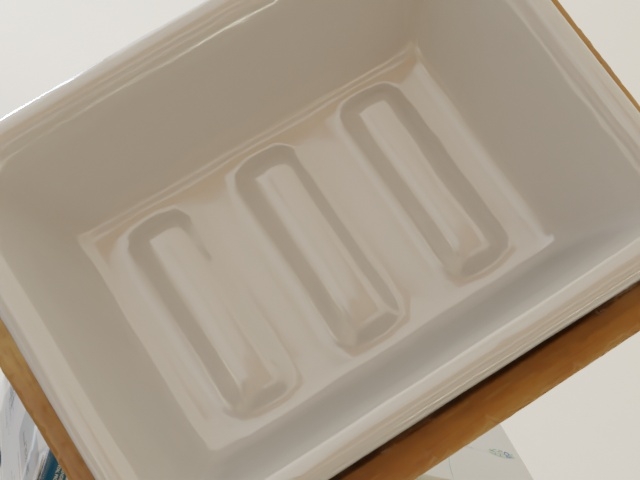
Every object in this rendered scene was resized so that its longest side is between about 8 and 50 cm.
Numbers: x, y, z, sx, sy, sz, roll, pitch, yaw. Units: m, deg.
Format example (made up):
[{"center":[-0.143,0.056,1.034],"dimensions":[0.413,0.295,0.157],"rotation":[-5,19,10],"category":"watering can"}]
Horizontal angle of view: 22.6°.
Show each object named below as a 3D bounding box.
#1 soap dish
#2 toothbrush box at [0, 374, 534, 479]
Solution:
[{"center":[0.000,0.000,0.703],"dimensions":[0.229,0.291,0.118],"rotation":[55,-10,17],"category":"soap dish"},{"center":[-0.041,0.128,0.994],"dimensions":[0.296,0.126,0.216],"rotation":[12,20,-19],"category":"toothbrush box"}]
